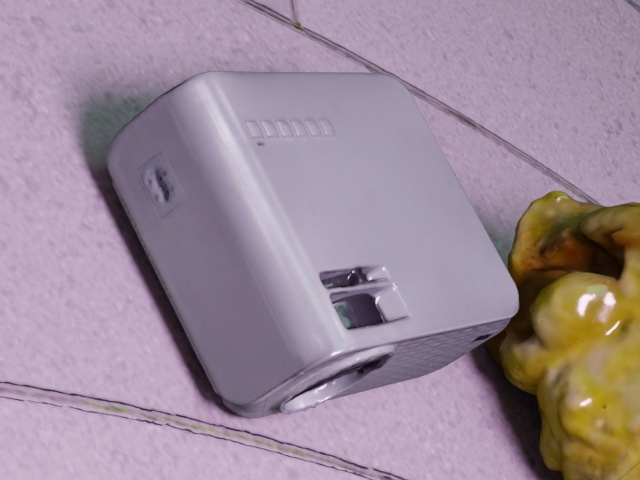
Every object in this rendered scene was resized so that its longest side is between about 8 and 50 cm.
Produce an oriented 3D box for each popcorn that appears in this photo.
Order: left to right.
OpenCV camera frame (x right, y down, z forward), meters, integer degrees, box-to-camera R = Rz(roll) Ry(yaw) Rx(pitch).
[{"bbox_3d":[0.237,0.087,1.305,0.255,0.195,0.256,52,32,-21],"label":"popcorn"}]

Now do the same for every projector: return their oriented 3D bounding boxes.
[{"bbox_3d":[0.000,0.000,1.154,0.250,0.108,0.198,-8,65,-56],"label":"projector"}]
